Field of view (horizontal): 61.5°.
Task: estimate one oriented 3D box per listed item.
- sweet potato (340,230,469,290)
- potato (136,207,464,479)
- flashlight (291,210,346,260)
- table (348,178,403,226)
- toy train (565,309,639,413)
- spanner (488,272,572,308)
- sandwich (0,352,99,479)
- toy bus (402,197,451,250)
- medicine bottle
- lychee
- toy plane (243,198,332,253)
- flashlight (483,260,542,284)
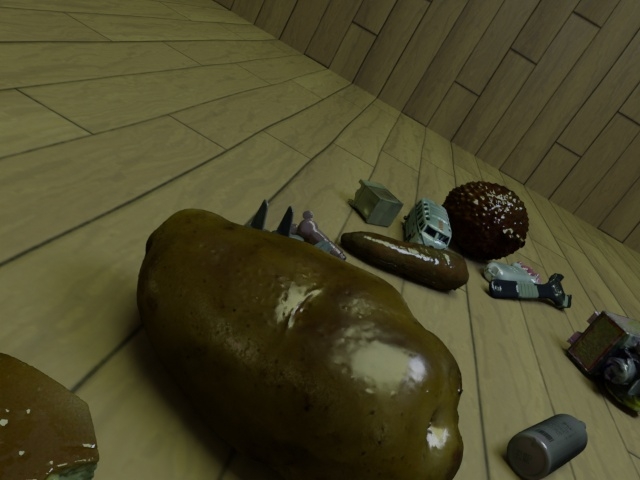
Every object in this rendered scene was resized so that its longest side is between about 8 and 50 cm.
[{"bbox_3d":[0.165,0.036,0.997,0.273,0.075,0.075,17,27,-20],"label":"sweet potato"},{"bbox_3d":[-0.024,0.099,0.511,0.369,0.196,0.176,34,2,12],"label":"potato"},{"bbox_3d":[0.000,0.000,0.915,0.110,0.052,0.031,43,-10,12],"label":"flashlight"},{"bbox_3d":[0.118,-0.082,1.172,0.079,0.062,0.083,7,33,-42],"label":"table"},{"bbox_3d":[0.626,0.237,1.051,0.260,0.134,0.177,16,27,-31],"label":"toy train"},{"bbox_3d":[0.484,0.110,1.231,0.315,0.024,0.087,7,74,-36],"label":"spanner"},{"bbox_3d":[-0.171,0.165,0.312,0.088,0.090,0.244,10,31,-34],"label":"sandwich"},{"bbox_3d":[0.233,-0.024,1.162,0.087,0.089,0.194,28,25,-4],"label":"toy bus"},{"bbox_3d":[0.320,0.269,0.727,0.199,0.058,0.058,4,35,-47],"label":"medicine bottle"},{"bbox_3d":[0.397,-0.047,1.281,0.200,0.200,0.238,14,16,-33],"label":"lychee"},{"bbox_3d":[-0.039,0.065,0.686,0.212,0.088,0.267,11,38,-35],"label":"toy plane"},{"bbox_3d":[0.454,0.080,1.267,0.200,0.048,0.093,9,33,-42],"label":"flashlight"}]
